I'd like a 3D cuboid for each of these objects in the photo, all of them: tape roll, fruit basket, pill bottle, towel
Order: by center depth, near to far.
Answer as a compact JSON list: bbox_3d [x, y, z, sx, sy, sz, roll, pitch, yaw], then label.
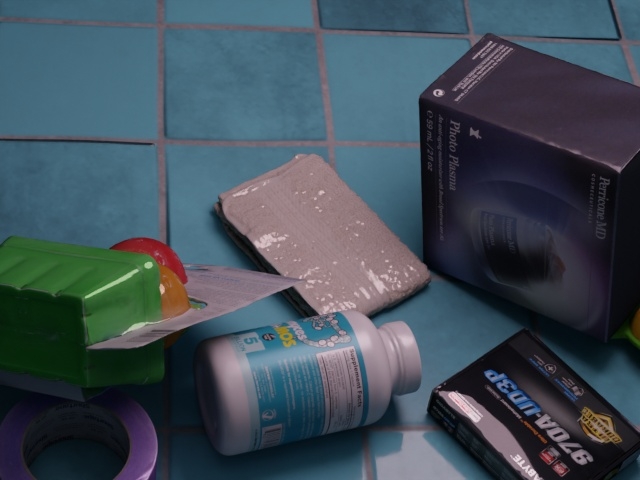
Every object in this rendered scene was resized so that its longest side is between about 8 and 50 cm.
[{"bbox_3d":[-0.286,0.263,1.792,0.189,0.080,0.189,4,48,-5],"label":"tape roll"},{"bbox_3d":[-0.242,0.078,1.837,0.327,0.165,0.353,7,10,30],"label":"fruit basket"},{"bbox_3d":[-0.014,0.168,1.873,0.264,0.146,0.146,-10,52,-18],"label":"pill bottle"},{"bbox_3d":[0.000,0.000,2.086,0.187,0.049,0.282,-29,59,-28],"label":"towel"}]

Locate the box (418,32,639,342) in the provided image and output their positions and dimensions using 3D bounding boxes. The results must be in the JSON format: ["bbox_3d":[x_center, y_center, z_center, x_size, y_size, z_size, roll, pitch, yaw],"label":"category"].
[{"bbox_3d":[0.295,-0.070,1.989,0.294,0.296,0.183,23,49,29],"label":"box"}]

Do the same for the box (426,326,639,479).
[{"bbox_3d":[0.271,0.232,1.922,0.175,0.051,0.220,-30,60,-29],"label":"box"}]

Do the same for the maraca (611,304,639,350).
[{"bbox_3d":[0.460,0.114,2.028,0.185,0.099,0.127,14,35,38],"label":"maraca"}]
